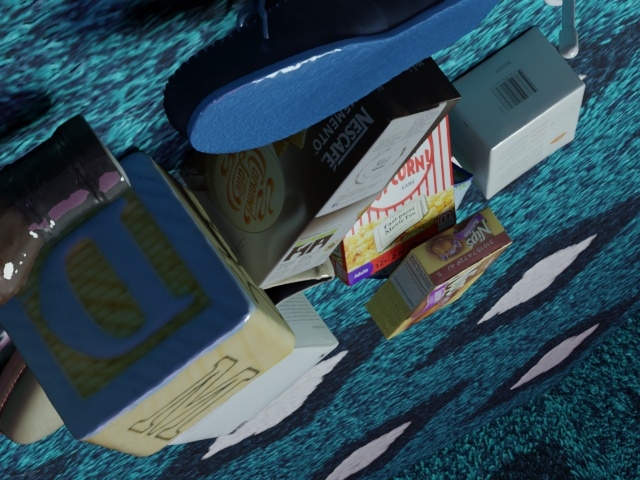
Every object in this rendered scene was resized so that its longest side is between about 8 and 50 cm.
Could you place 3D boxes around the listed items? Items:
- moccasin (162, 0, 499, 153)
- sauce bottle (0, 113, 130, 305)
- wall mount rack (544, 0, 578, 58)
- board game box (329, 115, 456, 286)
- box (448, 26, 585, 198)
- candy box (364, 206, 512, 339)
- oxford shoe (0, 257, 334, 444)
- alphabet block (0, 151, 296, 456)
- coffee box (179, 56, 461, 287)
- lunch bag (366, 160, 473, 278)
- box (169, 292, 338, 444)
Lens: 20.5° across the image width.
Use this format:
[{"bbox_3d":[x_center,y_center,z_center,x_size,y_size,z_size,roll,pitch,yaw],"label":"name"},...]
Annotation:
[{"bbox_3d":[0.000,-0.171,1.389,0.342,0.117,0.137,-28,163,-39],"label":"moccasin"},{"bbox_3d":[-0.302,0.029,1.333,0.344,0.111,0.111,-34,165,-6],"label":"sauce bottle"},{"bbox_3d":[0.340,-0.304,1.693,0.304,0.130,0.350,-16,155,-51],"label":"wall mount rack"},{"bbox_3d":[0.065,-0.065,1.821,0.147,0.045,0.193,-30,136,-21],"label":"board game box"},{"bbox_3d":[0.212,-0.140,1.975,0.130,0.091,0.170,-35,164,-8],"label":"box"},{"bbox_3d":[0.127,0.038,1.941,0.109,0.053,0.186,-29,170,-24],"label":"candy box"},{"bbox_3d":[-0.165,0.096,1.756,0.397,0.146,0.140,-39,164,13],"label":"oxford shoe"},{"bbox_3d":[-0.161,0.063,1.594,0.193,0.192,0.197,-35,164,2],"label":"alphabet block"},{"bbox_3d":[-0.005,-0.091,1.560,0.098,0.141,0.246,-20,159,-44],"label":"coffee box"},{"bbox_3d":[0.085,-0.029,1.973,0.151,0.096,0.128,-30,149,-59],"label":"lunch bag"},{"bbox_3d":[-0.107,0.132,2.044,0.181,0.119,0.182,-41,164,17],"label":"box"}]
